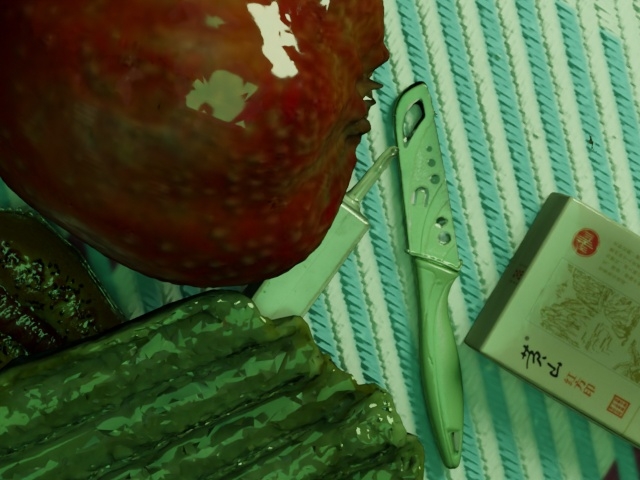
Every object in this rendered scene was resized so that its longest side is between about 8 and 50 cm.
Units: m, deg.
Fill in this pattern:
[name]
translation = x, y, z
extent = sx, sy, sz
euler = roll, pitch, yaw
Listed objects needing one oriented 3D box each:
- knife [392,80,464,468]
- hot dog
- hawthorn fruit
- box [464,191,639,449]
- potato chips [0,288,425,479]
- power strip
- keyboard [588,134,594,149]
[knife]
translation = 0.087, 0.027, 1.220
extent = 0.043, 0.020, 0.293
euler = -9, 95, -4
[hot dog]
translation = -0.198, 0.061, 1.169
extent = 0.108, 0.059, 0.191
euler = -40, 101, 5
[hawthorn fruit]
translation = -0.121, -0.123, 1.072
extent = 0.330, 0.287, 0.287
euler = 12, 93, 6
[box]
translation = 0.229, 0.071, 1.223
extent = 0.201, 0.058, 0.141
euler = 29, 91, -10
[potato chips]
translation = -0.128, 0.225, 1.156
extent = 0.429, 0.070, 0.358
euler = -30, 115, -1
[power strip]
translation = 0.000, 0.000, 1.178
extent = 0.042, 0.075, 0.175
euler = 37, 90, -7
[keyboard]
translation = 0.346, -0.176, 1.232
extent = 0.381, 0.041, 0.103
euler = -41, 98, -9
